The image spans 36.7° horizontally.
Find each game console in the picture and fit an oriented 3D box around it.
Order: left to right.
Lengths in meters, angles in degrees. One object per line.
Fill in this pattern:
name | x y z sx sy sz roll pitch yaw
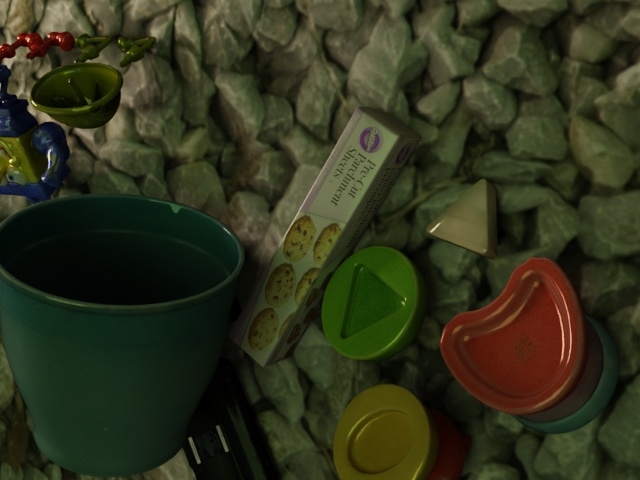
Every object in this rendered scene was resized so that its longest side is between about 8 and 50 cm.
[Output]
game console | -0.168 0.183 1.232 0.213 0.044 0.361 -28 79 29

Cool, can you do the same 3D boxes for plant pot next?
plant pot | -0.233 0.116 1.106 0.272 0.272 0.255 22 119 26

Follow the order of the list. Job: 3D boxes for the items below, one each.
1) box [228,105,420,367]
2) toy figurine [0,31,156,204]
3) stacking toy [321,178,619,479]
box | 0.000 0.000 1.110 0.067 0.063 0.324 39 111 20
toy figurine | -0.375 -0.144 1.299 0.363 0.191 0.217 5 127 22
stacking toy | 0.152 0.116 1.040 0.309 0.130 0.279 -34 52 24
